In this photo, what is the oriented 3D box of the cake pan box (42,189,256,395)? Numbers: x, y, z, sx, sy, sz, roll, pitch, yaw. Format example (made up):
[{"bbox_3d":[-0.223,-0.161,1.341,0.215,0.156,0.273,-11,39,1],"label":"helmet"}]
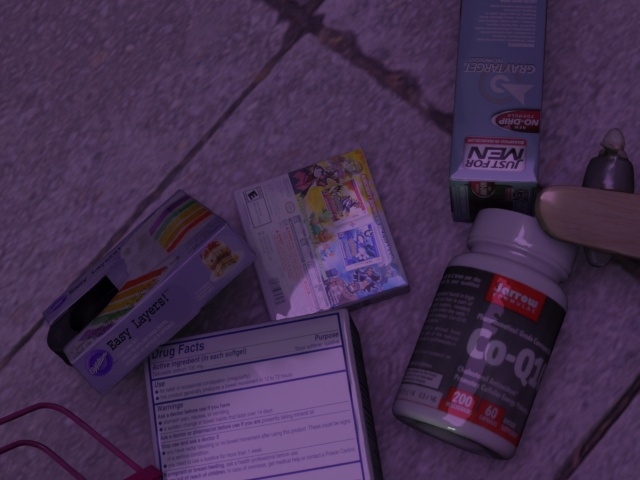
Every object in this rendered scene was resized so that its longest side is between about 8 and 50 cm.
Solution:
[{"bbox_3d":[-0.227,0.062,1.760,0.267,0.246,0.070,-42,110,-5],"label":"cake pan box"}]

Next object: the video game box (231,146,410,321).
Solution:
[{"bbox_3d":[0.000,0.000,1.840,0.187,0.048,0.205,-19,73,4],"label":"video game box"}]

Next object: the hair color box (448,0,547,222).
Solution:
[{"bbox_3d":[0.234,-0.224,1.800,0.114,0.185,0.374,3,74,8],"label":"hair color box"}]

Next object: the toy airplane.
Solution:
[{"bbox_3d":[0.508,-0.018,1.693,0.384,0.272,0.386,-37,109,7],"label":"toy airplane"}]

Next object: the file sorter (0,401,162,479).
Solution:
[{"bbox_3d":[-0.361,0.364,1.643,0.182,0.202,0.290,35,115,19],"label":"file sorter"}]

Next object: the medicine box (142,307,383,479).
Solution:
[{"bbox_3d":[-0.065,0.254,1.722,0.263,0.149,0.289,-10,73,5],"label":"medicine box"}]

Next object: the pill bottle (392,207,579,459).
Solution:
[{"bbox_3d":[0.210,0.113,1.718,0.161,0.161,0.283,19,78,13],"label":"pill bottle"}]
